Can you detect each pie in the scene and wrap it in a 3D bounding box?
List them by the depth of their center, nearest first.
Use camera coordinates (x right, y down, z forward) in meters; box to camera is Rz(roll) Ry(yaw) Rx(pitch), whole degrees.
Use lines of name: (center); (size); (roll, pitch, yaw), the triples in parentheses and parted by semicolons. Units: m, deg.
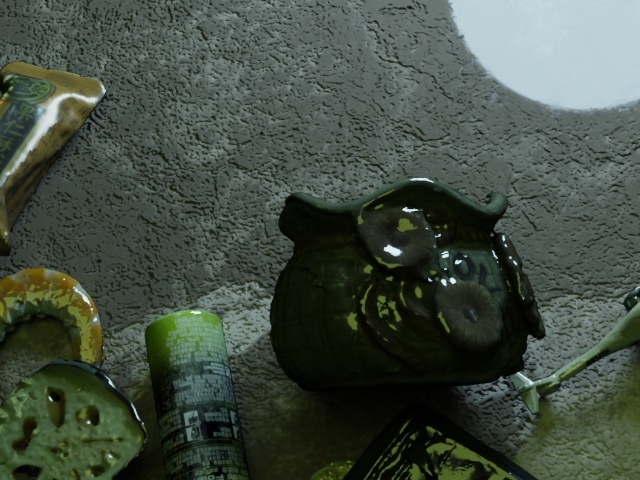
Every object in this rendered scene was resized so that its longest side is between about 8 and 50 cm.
pie: (0.026, 0.284, 1.881); (0.084, 0.021, 0.084); (-3, 60, 5)

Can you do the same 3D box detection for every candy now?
candy: (-0.382, -0.114, 2.084); (0.143, 0.101, 0.271); (22, 62, 9)

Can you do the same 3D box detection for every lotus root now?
lotus root: (-0.277, 0.242, 1.907); (0.183, 0.078, 0.203); (-37, 61, 1)

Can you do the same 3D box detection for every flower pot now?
flower pot: (0.094, 0.053, 1.829); (0.302, 0.302, 0.213); (-3, 83, 5)

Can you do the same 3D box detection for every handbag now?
handbag: (0.115, 0.332, 1.806); (0.244, 0.088, 0.275); (34, 73, 17)

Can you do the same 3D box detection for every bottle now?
bottle: (-0.129, 0.242, 1.878); (0.093, 0.093, 0.330); (-12, 63, 0)

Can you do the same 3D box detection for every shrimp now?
shrimp: (-0.338, 0.115, 1.997); (0.161, 0.049, 0.166); (-35, 73, -13)

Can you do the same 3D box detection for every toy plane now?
toy plane: (0.348, 0.102, 1.898); (0.286, 0.108, 0.092); (-33, 66, 3)
